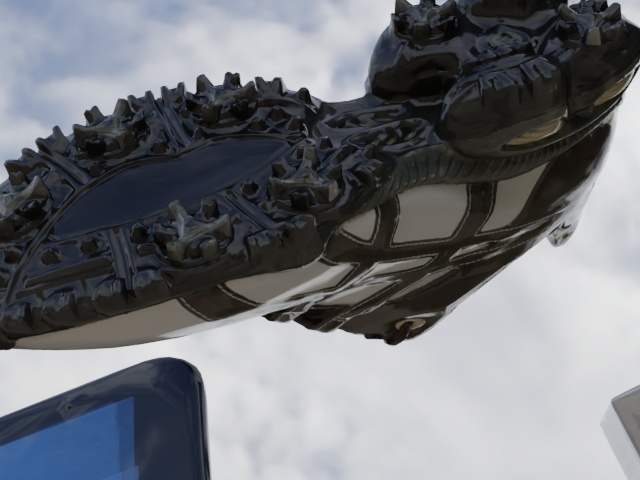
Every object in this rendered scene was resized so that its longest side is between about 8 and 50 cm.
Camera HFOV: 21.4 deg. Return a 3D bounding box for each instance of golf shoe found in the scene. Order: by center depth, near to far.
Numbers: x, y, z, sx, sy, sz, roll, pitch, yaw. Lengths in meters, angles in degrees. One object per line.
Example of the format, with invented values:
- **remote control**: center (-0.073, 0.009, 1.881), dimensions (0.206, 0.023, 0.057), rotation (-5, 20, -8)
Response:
- **golf shoe**: center (0.000, 0.000, 0.444), dimensions (0.198, 0.077, 0.094), rotation (-21, -46, -19)

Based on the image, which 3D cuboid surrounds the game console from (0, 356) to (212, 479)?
- **game console**: center (-0.193, 0.145, 0.602), dimensions (0.293, 0.173, 0.250), rotation (-22, -18, 11)

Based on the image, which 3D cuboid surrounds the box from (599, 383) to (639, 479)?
- **box**: center (0.299, 0.189, 1.313), dimensions (0.091, 0.170, 0.130), rotation (-26, -15, -2)
